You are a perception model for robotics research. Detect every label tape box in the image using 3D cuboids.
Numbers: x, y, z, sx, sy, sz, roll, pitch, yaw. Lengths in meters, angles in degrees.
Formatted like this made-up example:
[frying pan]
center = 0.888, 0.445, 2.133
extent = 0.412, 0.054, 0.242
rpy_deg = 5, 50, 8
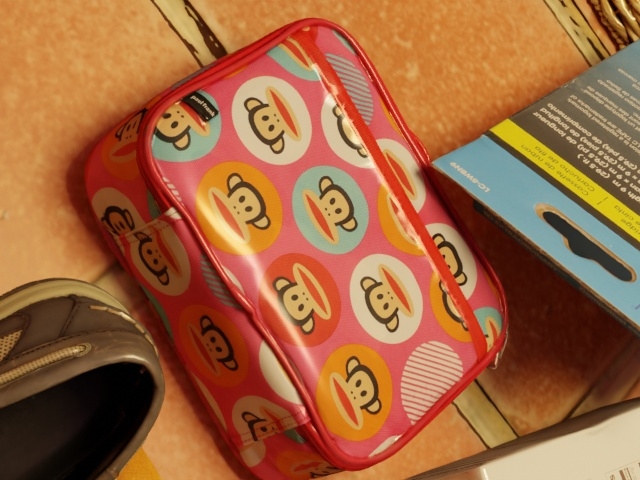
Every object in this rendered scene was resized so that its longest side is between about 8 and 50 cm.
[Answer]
[label tape box]
center = 0.250, -0.012, 1.242
extent = 0.241, 0.106, 0.334
rpy_deg = 40, 44, 20

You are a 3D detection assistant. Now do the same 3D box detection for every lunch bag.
[lunch bag]
center = 0.000, 0.000, 1.150
extent = 0.258, 0.120, 0.293
rpy_deg = -36, 98, -40

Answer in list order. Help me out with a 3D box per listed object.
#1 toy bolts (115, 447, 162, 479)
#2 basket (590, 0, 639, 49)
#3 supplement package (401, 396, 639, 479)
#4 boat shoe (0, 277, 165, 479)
[toy bolts]
center = -0.133, 0.250, 0.976
extent = 0.158, 0.218, 0.228
rpy_deg = -27, 123, -21
[basket]
center = 0.346, -0.302, 1.402
extent = 0.213, 0.223, 0.299
rpy_deg = -37, 97, -36
[supplement package]
center = 0.185, 0.205, 1.192
extent = 0.244, 0.139, 0.133
rpy_deg = -14, 83, -35
[boat shoe]
center = -0.230, 0.155, 0.886
extent = 0.355, 0.130, 0.132
rpy_deg = -46, 113, -15
